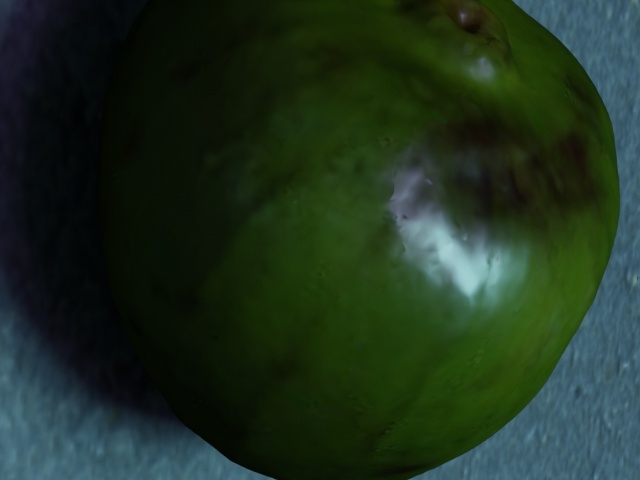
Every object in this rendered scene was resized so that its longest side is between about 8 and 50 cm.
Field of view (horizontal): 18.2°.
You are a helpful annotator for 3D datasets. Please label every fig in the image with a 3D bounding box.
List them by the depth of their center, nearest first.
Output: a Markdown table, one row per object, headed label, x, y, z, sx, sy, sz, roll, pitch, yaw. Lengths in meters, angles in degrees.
| label | x | y | z | sx | sy | sz | roll | pitch | yaw |
| --- | --- | --- | --- | --- | --- | --- | --- | --- | --- |
| fig | 0.000 | 0.000 | 0.741 | 0.203 | 0.203 | 0.225 | -34 | 163 | -48 |
